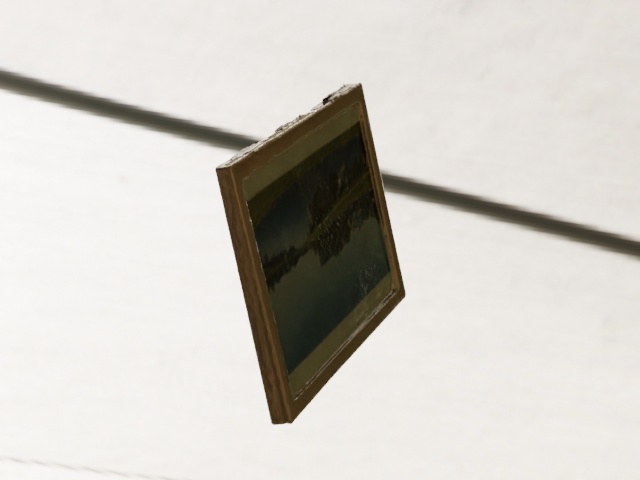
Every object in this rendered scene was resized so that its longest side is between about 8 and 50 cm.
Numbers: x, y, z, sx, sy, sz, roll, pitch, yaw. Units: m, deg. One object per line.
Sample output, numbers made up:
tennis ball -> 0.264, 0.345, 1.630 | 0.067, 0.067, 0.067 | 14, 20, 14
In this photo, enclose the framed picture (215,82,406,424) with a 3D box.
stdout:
framed picture -> 0.000, 0.000, 0.634 | 0.149, 0.011, 0.109 | -42, -58, -61
